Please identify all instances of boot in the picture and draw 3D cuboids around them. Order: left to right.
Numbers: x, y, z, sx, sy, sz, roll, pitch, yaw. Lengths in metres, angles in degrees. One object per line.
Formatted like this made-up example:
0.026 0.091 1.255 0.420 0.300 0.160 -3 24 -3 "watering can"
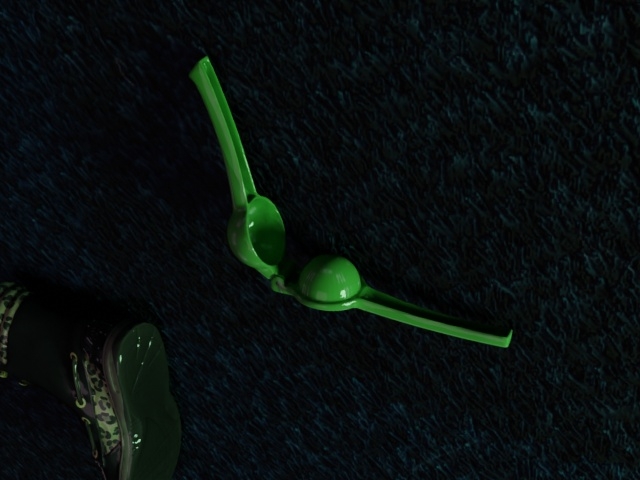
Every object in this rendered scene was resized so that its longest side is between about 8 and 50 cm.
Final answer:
-0.232 0.152 1.282 0.179 0.085 0.236 19 129 25 "boot"

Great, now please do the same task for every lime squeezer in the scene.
0.000 0.000 1.007 0.310 0.059 0.110 42 110 -1 "lime squeezer"
